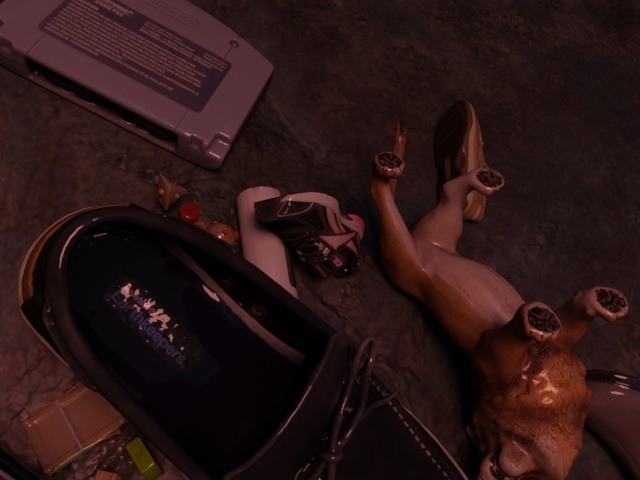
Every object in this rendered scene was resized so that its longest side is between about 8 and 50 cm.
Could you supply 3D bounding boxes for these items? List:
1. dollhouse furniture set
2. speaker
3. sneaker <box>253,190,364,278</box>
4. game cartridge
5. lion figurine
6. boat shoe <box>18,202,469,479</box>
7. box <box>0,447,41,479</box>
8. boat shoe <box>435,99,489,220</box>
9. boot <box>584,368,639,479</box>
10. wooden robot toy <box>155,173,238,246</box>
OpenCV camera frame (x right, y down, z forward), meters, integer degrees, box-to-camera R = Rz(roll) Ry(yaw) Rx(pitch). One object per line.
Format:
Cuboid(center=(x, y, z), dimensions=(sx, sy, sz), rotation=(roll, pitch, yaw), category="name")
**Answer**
Cuboid(center=(-0.188, 0.199, 0.442), dimensions=(0.076, 0.058, 0.152), rotation=(-33, 61, -24), category="dollhouse furniture set")
Cuboid(center=(-0.062, 0.009, 0.568), dimensions=(0.055, 0.055, 0.136), rotation=(-1, 65, -22), category="speaker")
Cuboid(center=(0.000, 0.000, 0.555), dimensions=(0.178, 0.072, 0.077), rotation=(18, 65, -51), category="sneaker")
Cuboid(center=(-0.218, -0.230, 0.624), dimensions=(0.297, 0.062, 0.198), rotation=(27, 54, -8), category="game cartridge")
Cuboid(center=(0.163, 0.068, 0.565), dimensions=(0.142, 0.240, 0.392), rotation=(-17, 58, -17), category="lion figurine")
Cuboid(center=(-0.030, 0.153, 0.423), dimensions=(0.500, 0.156, 0.187), rotation=(44, 65, -11), category="boat shoe")
Cuboid(center=(-0.263, 0.216, 0.324), dimensions=(0.093, 0.156, 0.158), rotation=(39, 58, -1), category="box")
Cuboid(center=(0.215, -0.115, 0.743), dimensions=(0.072, 0.068, 0.190), rotation=(18, 69, -27), category="boat shoe")
Cuboid(center=(0.404, 0.318, 0.575), dimensions=(0.338, 0.118, 0.222), rotation=(34, 63, 1), category="boot")
Cuboid(center=(-0.118, 0.003, 0.542), dimensions=(0.079, 0.076, 0.173), rotation=(-10, 69, -37), category="wooden robot toy")
